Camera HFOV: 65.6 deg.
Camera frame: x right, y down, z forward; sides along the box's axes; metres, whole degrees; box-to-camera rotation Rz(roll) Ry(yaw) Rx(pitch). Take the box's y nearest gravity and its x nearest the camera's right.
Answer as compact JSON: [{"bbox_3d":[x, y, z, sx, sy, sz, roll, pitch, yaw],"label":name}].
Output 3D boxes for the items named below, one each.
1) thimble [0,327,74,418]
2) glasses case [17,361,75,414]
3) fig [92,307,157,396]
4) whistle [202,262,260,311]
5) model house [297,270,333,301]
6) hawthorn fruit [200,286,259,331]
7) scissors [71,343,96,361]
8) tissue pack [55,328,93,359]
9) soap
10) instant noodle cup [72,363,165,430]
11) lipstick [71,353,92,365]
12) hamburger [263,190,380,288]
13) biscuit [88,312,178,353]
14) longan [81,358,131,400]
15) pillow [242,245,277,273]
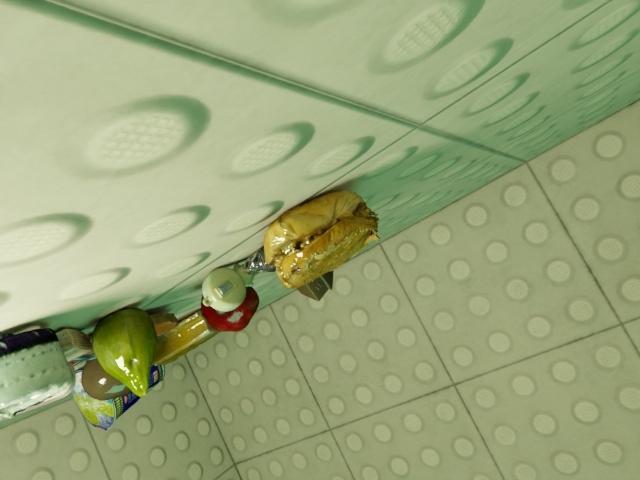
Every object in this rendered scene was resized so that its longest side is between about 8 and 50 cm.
[{"bbox_3d":[-0.653,0.283,1.027,0.238,0.150,0.237,-25,171,-4],"label":"thimble"},{"bbox_3d":[-0.801,0.398,1.314,0.297,0.113,0.075,-18,161,-6],"label":"glasses case"},{"bbox_3d":[-0.516,0.279,1.303,0.167,0.233,0.167,-10,129,-12],"label":"fig"},{"bbox_3d":[-0.244,0.117,1.439,0.067,0.126,0.258,-36,-179,42],"label":"whistle"},{"bbox_3d":[-0.017,0.066,1.837,0.176,0.180,0.248,20,-118,43],"label":"model house"},{"bbox_3d":[-0.292,0.189,1.543,0.185,0.185,0.202,-27,155,-2],"label":"hawthorn fruit"},{"bbox_3d":[-0.751,0.336,1.389,0.256,0.030,0.125,-22,147,4],"label":"scissors"},{"bbox_3d":[-0.746,0.316,1.213,0.326,0.071,0.170,-26,170,-14],"label":"tissue pack"},{"bbox_3d":[-0.570,0.400,2.136,0.281,0.143,0.259,-33,174,8],"label":"soap"},{"bbox_3d":[-0.857,0.609,2.154,0.284,0.284,0.312,-32,178,35],"label":"instant noodle cup"},{"bbox_3d":[-0.780,0.381,1.702,0.177,0.027,0.027,-29,172,7],"label":"lipstick"},{"bbox_3d":[0.000,0.000,1.241,0.319,0.158,0.318,-26,166,-7],"label":"hamburger"},{"bbox_3d":[-0.605,0.292,1.581,0.270,0.051,0.376,-26,169,11],"label":"biscuit"},{"bbox_3d":[-0.734,0.463,1.760,0.197,0.196,0.220,-32,163,35],"label":"longan"},{"bbox_3d":[-0.071,0.026,1.469,0.335,0.092,0.161,-20,172,-36],"label":"pillow"}]
